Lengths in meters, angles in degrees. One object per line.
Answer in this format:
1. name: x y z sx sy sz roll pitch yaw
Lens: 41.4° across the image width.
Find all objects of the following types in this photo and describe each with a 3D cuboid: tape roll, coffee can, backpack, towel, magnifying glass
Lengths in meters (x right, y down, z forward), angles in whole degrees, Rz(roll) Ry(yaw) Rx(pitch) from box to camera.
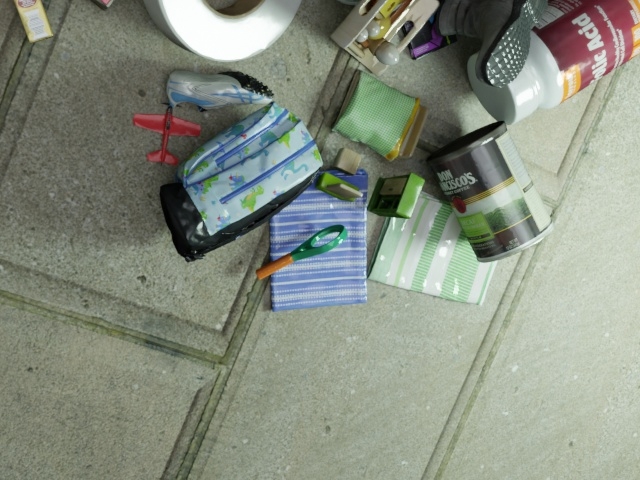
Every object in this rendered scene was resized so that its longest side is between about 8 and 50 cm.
1. tape roll: -0.188 -0.561 1.717 0.392 0.072 0.392 -22 126 -34
2. coffee can: 0.400 -0.115 1.995 0.201 0.201 0.275 -30 98 -9
3. backpack: -0.166 -0.132 1.800 0.356 0.290 0.273 -19 90 -11
4. towel: 0.299 0.019 2.108 0.325 0.038 0.248 15 98 -20
5. magnifying glass: -0.043 0.028 1.953 0.231 0.092 0.026 -26 113 4
6. towel: 0.000 0.000 2.008 0.243 0.040 0.336 -4 103 -16

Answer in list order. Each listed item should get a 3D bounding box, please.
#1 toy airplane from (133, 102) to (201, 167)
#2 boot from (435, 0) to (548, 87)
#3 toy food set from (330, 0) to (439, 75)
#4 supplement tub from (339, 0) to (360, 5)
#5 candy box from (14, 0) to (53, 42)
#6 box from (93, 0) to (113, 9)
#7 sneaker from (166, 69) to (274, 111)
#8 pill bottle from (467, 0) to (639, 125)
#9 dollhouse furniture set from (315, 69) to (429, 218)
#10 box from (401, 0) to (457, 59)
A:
1. toy airplane: -0.340 -0.229 1.855 0.151 0.028 0.151 -3 103 -15
2. boot: 0.352 -0.464 1.879 0.338 0.223 0.118 -58 139 -31
3. toy food set: 0.152 -0.468 1.812 0.092 0.306 0.219 44 101 11
4. supplement tub: 0.069 -0.612 1.744 0.191 0.272 0.191 0 86 6
5. candy box: -0.584 -0.488 1.677 0.053 0.109 0.186 -22 108 -12
6. box: -0.408 -0.590 1.688 0.127 0.148 0.232 38 88 -20
7. sneaker: -0.220 -0.321 1.853 0.237 0.085 0.086 2 128 -21
8. pill bottle: 0.556 -0.447 1.983 0.392 0.224 0.224 -32 109 -8
9. dollhouse furniture set: 0.140 -0.223 1.913 0.198 0.151 0.301 24 82 -21
10. box: 0.241 -0.518 1.973 0.116 0.029 0.162 -27 108 -10
